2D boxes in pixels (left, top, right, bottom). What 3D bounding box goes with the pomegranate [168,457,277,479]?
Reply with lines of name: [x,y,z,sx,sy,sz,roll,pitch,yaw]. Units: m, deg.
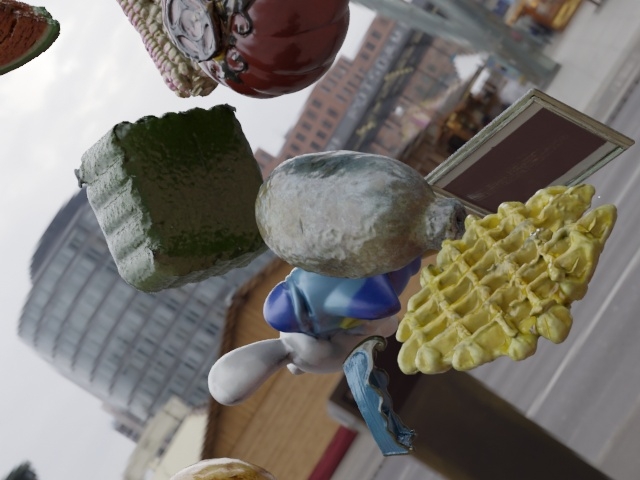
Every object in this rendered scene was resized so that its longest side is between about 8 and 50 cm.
pomegranate: [-0.159,0.451,1.650,0.248,0.248,0.248,-58,-3,-5]

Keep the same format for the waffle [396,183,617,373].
waffle: [0.190,0.037,1.124,0.250,0.056,0.261,-18,34,49]

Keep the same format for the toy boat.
toy boat: [0.096,0.230,1.602,0.077,0.185,0.075,-23,10,14]

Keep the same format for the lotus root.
lotus root: [0.039,-0.037,1.405,0.349,0.175,0.175,4,53,48]

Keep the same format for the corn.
corn: [-0.283,-0.405,1.925,0.126,0.335,0.126,-31,-8,-5]

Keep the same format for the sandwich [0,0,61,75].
sandwich: [-0.622,-0.383,2.023,0.235,0.079,0.159,-34,-36,11]

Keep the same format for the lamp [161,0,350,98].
lamp: [-0.095,-0.355,1.572,0.257,0.303,0.303,-33,-18,-34]

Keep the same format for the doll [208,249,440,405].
doll: [0.031,0.084,1.652,0.376,0.187,0.365,-42,-12,-48]

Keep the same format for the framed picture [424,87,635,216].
framed picture: [0.340,-0.124,1.800,0.293,0.231,0.018,-41,38,43]

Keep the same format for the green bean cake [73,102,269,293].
green bean cake: [-0.212,-0.062,1.632,0.247,0.250,0.156,-17,-8,-38]
